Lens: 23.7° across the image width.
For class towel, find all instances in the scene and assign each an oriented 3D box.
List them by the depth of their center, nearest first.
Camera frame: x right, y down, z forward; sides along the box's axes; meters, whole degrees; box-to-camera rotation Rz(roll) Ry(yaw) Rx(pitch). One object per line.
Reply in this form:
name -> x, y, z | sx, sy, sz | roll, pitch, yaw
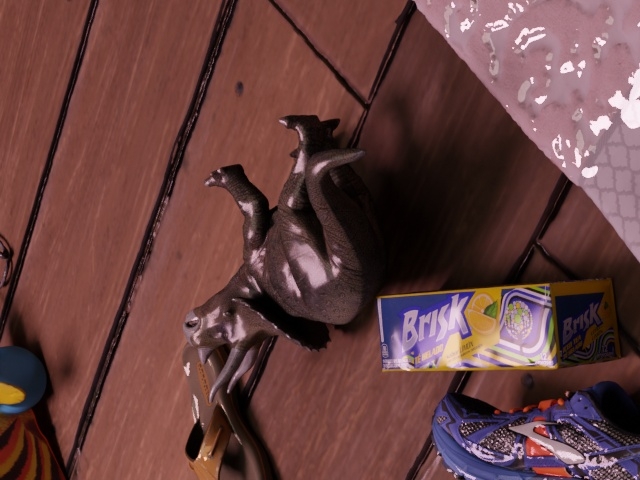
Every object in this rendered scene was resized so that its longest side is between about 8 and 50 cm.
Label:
towel -> 0.194, -0.185, 0.859 | 0.317, 0.053, 0.331 | 56, 134, 32

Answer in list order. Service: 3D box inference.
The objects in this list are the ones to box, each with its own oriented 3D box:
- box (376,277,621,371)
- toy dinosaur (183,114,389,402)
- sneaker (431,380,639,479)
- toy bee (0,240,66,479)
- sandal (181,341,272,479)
box -> 0.111, 0.056, 0.994 | 0.169, 0.059, 0.054 | -8, 86, 52
toy dinosaur -> 0.000, 0.000, 1.087 | 0.313, 0.121, 0.160 | -30, 78, 58
sneaker -> 0.160, 0.125, 0.939 | 0.221, 0.083, 0.087 | 14, 93, 45
toy bee -> -0.375, 0.158, 1.562 | 0.298, 0.162, 0.195 | 56, 136, 32
sandal -> -0.090, 0.166, 1.280 | 0.072, 0.049, 0.180 | -39, 65, 48
